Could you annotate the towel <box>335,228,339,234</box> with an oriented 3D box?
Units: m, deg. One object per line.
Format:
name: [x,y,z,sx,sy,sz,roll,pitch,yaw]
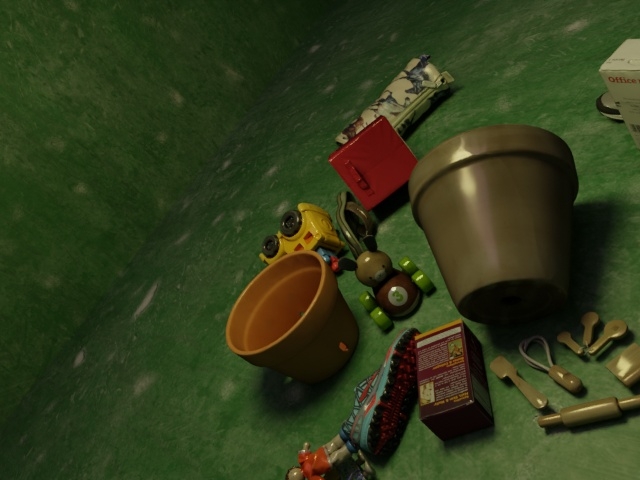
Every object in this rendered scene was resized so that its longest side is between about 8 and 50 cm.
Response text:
towel: [0.000,0.000,1.749,0.119,0.029,0.067,-16,38,41]

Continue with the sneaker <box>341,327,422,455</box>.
sneaker: [0.118,0.281,1.152,0.125,0.104,0.262,-6,46,51]

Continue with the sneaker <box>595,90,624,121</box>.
sneaker: [0.709,-0.330,1.214,0.271,0.108,0.100,-10,45,48]

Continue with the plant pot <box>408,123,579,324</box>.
plant pot: [0.333,-0.005,1.098,0.323,0.323,0.281,-22,52,33]

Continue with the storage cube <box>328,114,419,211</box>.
storage cube: [0.152,-0.222,1.641,0.193,0.184,0.215,-37,8,11]

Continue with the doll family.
doll family: [0.040,0.474,1.013,0.163,0.118,0.263,-36,47,0]

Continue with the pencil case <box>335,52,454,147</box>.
pencil case: [0.229,-0.395,1.851,0.410,0.160,0.183,-46,14,-6]

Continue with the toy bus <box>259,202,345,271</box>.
toy bus: [-0.038,0.042,1.637,0.220,0.149,0.211,-48,52,20]

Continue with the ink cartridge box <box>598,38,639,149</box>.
ink cartridge box: [0.646,-0.265,1.087,0.092,0.219,0.160,-47,29,-6]

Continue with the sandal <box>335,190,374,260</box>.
sandal: [0.100,-0.057,1.619,0.086,0.120,0.303,-20,34,13]

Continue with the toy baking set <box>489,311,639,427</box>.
toy baking set: [0.407,0.216,0.954,0.256,0.030,0.197,-28,29,26]

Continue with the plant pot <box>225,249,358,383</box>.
plant pot: [-0.046,0.195,1.367,0.290,0.203,0.291,-32,31,22]

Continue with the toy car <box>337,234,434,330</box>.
toy car: [0.131,0.076,1.317,0.155,0.188,0.149,-42,28,3]

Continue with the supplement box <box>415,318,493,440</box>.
supplement box: [0.238,0.250,1.061,0.104,0.081,0.188,-28,32,26]
